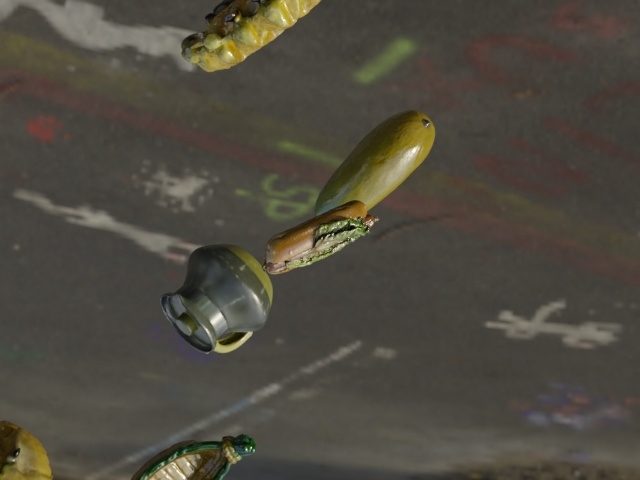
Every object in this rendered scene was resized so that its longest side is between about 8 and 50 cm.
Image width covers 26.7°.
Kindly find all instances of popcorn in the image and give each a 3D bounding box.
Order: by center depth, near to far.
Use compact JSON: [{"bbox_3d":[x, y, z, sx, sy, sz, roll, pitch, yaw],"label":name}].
[{"bbox_3d":[-0.416,0.312,1.741,0.152,0.167,0.148,-32,101,33],"label":"popcorn"}]

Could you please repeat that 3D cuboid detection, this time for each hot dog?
[{"bbox_3d":[0.000,0.000,1.329,0.133,0.041,0.056,-27,155,-20],"label":"hot dog"}]

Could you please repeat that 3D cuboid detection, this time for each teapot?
[{"bbox_3d":[-0.128,0.085,1.718,0.130,0.119,0.165,32,151,33],"label":"teapot"}]

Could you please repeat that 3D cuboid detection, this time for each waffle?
[{"bbox_3d":[-0.026,-0.284,1.479,0.062,0.329,0.329,50,145,-12],"label":"waffle"}]

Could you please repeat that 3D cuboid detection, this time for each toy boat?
[{"bbox_3d":[-0.187,0.320,1.757,0.089,0.229,0.088,55,168,-30],"label":"toy boat"}]

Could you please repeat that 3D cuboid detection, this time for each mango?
[{"bbox_3d":[0.083,-0.108,2.110,0.091,0.237,0.137,42,178,-5],"label":"mango"}]
